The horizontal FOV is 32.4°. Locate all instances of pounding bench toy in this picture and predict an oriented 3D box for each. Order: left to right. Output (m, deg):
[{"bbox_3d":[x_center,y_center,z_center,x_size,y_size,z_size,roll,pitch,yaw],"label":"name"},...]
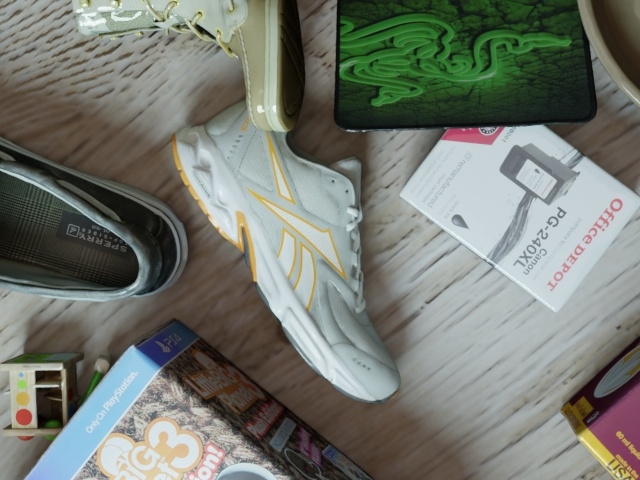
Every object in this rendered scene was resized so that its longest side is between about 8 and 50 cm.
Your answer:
[{"bbox_3d":[-0.207,0.126,0.883,0.083,0.052,0.065,-2,93,5],"label":"pounding bench toy"}]

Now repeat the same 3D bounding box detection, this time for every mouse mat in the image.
[{"bbox_3d":[0.105,-0.144,0.822,0.190,0.007,0.152,-2,58,6],"label":"mouse mat"}]

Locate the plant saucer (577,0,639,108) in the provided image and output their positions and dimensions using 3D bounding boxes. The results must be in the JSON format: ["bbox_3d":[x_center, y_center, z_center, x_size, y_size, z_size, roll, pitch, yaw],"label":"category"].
[{"bbox_3d":[0.324,-0.202,0.802,0.278,0.041,0.277,0,94,6],"label":"plant saucer"}]

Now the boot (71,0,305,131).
[{"bbox_3d":[-0.101,-0.167,0.828,0.165,0.077,0.213,-10,70,7],"label":"boot"}]

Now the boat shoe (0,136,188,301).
[{"bbox_3d":[-0.269,-0.032,0.846,0.335,0.119,0.121,11,94,4],"label":"boat shoe"}]

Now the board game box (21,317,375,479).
[{"bbox_3d":[-0.085,0.244,0.835,0.291,0.141,0.232,38,95,2],"label":"board game box"}]

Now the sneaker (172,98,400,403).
[{"bbox_3d":[0.000,0.000,0.840,0.121,0.099,0.262,-34,91,1],"label":"sneaker"}]

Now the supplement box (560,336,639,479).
[{"bbox_3d":[0.278,0.101,0.814,0.188,0.104,0.081,-44,89,5],"label":"supplement box"}]

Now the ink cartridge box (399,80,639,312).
[{"bbox_3d":[0.152,-0.033,0.838,0.150,0.063,0.109,37,95,3],"label":"ink cartridge box"}]
